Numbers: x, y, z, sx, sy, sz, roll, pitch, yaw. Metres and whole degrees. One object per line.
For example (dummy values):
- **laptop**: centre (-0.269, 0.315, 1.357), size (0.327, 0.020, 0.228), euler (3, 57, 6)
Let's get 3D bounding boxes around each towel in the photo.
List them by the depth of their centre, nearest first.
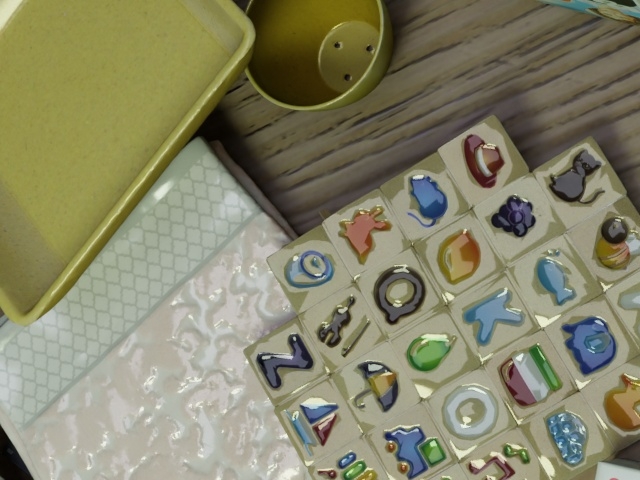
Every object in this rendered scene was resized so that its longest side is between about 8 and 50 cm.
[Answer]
- **towel**: centre (-0.126, 0.122, 1.325), size (0.332, 0.053, 0.317), euler (-42, 72, 10)

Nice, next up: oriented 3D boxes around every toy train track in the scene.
- **toy train track**: centre (0.000, 0.000, 1.298), size (0.048, 0.083, 0.014), euler (54, 141, 21)

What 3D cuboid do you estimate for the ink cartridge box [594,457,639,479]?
- **ink cartridge box**: centre (0.255, 0.250, 1.145), size (0.109, 0.063, 0.151), euler (10, 87, 26)

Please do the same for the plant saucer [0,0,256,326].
- **plant saucer**: centre (-0.225, -0.144, 1.337), size (0.333, 0.081, 0.333), euler (-50, 59, 15)

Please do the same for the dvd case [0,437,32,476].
- **dvd case**: centre (-0.187, 0.145, 1.389), size (0.164, 0.018, 0.221), euler (31, 95, 25)

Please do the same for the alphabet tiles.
- **alphabet tiles**: centre (0.118, 0.076, 1.223), size (0.342, 0.011, 0.285), euler (-32, 79, 9)

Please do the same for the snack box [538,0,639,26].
- **snack box**: centre (0.116, -0.255, 1.215), size (0.322, 0.187, 0.060), euler (19, 91, 26)

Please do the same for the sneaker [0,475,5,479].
- **sneaker**: centre (-0.293, 0.280, 1.368), size (0.115, 0.105, 0.281), euler (-23, 88, -14)

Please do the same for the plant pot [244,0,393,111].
- **plant pot**: centre (0.010, -0.170, 1.301), size (0.134, 0.095, 0.134), euler (-3, 82, 24)
